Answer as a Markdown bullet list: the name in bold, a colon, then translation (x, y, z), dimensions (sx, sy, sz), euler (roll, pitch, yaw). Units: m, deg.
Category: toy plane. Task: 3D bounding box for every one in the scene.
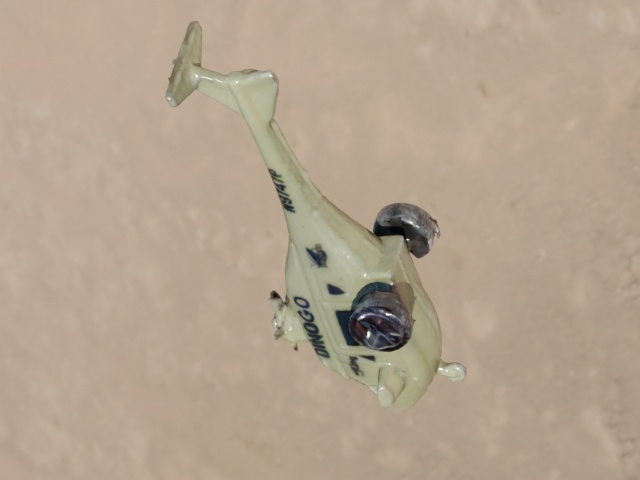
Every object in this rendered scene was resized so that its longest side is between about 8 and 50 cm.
- **toy plane**: translation (0.000, 0.000, 0.884), dimensions (0.108, 0.092, 0.286), euler (-5, 135, 23)
